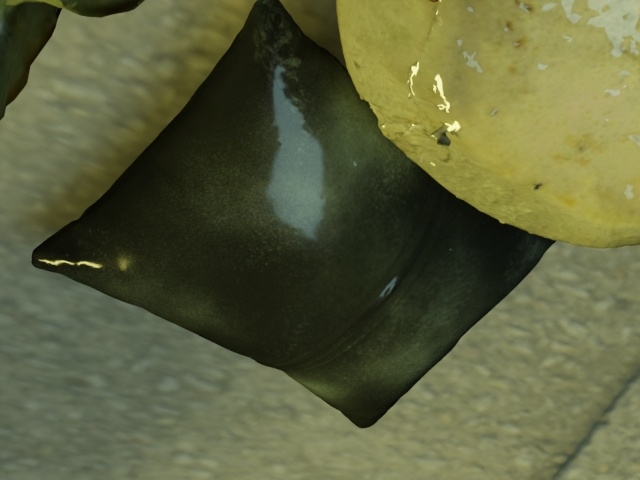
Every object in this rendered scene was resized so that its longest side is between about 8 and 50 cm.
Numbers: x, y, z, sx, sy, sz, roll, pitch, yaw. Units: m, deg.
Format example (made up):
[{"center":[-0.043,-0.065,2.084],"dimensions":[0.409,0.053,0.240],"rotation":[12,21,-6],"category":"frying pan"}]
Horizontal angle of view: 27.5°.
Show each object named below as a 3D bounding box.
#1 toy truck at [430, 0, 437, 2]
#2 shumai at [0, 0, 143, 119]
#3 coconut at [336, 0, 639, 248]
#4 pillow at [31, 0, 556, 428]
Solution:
[{"center":[0.011,-0.235,0.415],"dimensions":[0.136,0.305,0.162],"rotation":[-25,170,18],"category":"toy truck"},{"center":[-0.200,-0.152,0.450],"dimensions":[0.330,0.288,0.292],"rotation":[-14,103,18],"category":"shumai"},{"center":[0.129,-0.130,0.594],"dimensions":[0.245,0.247,0.245],"rotation":[3,117,5],"category":"coconut"},{"center":[0.000,0.000,0.692],"dimensions":[0.250,0.106,0.186],"rotation":[29,112,-36],"category":"pillow"}]
